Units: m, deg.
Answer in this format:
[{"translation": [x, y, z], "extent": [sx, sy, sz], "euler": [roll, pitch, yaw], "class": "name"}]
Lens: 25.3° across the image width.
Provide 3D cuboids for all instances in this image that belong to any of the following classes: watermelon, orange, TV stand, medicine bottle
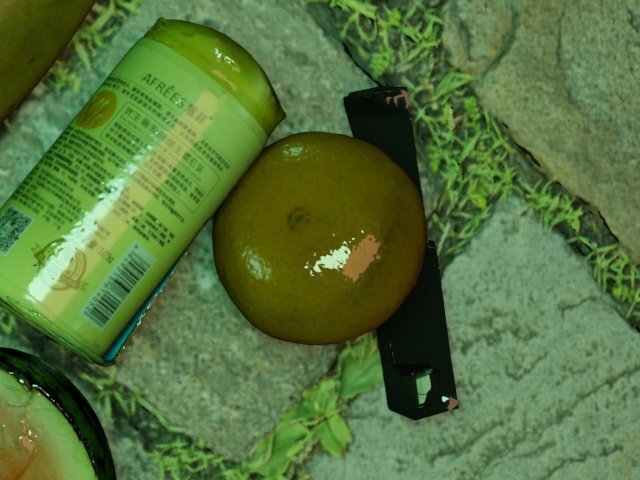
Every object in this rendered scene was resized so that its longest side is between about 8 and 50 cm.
[{"translation": [-0.202, 0.183, 0.997], "extent": [0.119, 0.063, 0.245], "euler": [-6, 104, -7], "class": "watermelon"}, {"translation": [0.000, 0.000, 1.024], "extent": [0.156, 0.156, 0.124], "euler": [-61, 159, -8], "class": "orange"}, {"translation": [0.062, 0.010, 1.105], "extent": [0.040, 0.049, 0.256], "euler": [-13, 102, -23], "class": "TV stand"}, {"translation": [-0.127, -0.040, 0.968], "extent": [0.124, 0.124, 0.239], "euler": [41, 78, -24], "class": "medicine bottle"}]

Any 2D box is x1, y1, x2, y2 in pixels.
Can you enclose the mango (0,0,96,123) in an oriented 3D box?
[{"translation": [-0.238, -0.141, 0.910], "extent": [0.138, 0.113, 0.253], "euler": [40, 85, -28], "class": "mango"}]
